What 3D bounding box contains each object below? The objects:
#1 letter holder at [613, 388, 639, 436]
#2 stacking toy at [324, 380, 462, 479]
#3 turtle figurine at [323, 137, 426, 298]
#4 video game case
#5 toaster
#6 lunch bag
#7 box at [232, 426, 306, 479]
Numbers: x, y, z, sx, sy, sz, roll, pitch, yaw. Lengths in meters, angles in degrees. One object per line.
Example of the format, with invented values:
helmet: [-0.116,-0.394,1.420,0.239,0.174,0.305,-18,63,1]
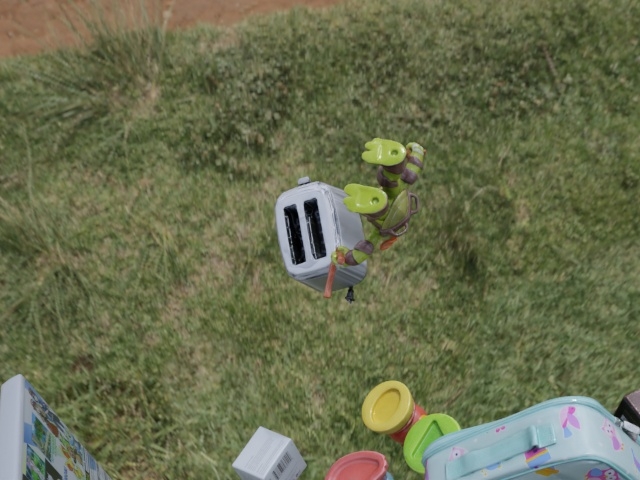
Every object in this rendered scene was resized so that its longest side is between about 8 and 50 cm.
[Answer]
letter holder: [0.660,0.382,1.466,0.214,0.152,0.302,-17,51,-19]
stacking toy: [0.177,0.478,1.839,0.279,0.130,0.309,14,65,47]
turtle figurine: [0.083,-0.038,1.230,0.087,0.217,0.269,34,81,17]
video game case: [-0.288,0.349,1.057,0.036,0.300,0.329,-32,26,-3]
toaster: [0.000,0.000,1.589,0.129,0.146,0.227,-15,73,21]
lunch bag: [0.283,0.305,1.138,0.279,0.224,0.108,-31,36,31]
box: [-0.100,0.445,1.739,0.087,0.102,0.101,13,51,36]
